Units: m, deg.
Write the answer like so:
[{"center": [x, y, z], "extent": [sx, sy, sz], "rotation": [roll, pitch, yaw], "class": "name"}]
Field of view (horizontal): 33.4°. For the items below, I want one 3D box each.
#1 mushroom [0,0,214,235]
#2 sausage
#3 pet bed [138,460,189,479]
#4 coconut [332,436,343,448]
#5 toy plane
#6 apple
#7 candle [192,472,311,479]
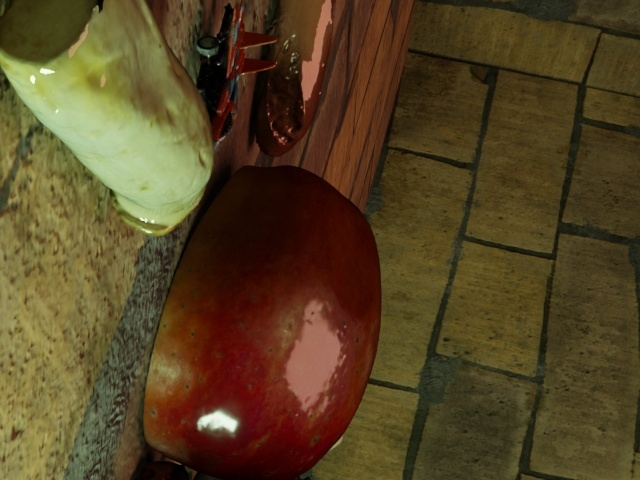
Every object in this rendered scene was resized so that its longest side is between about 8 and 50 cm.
[{"center": [-0.122, -0.084, 0.685], "extent": [0.312, 0.081, 0.100], "rotation": [76, 22, -74], "class": "mushroom"}, {"center": [-0.021, -0.257, 1.286], "extent": [0.087, 0.079, 0.326], "rotation": [-142, -118, -68], "class": "sausage"}, {"center": [-0.183, 0.329, 1.136], "extent": [0.201, 0.053, 0.201], "rotation": [13, 90, -85], "class": "pet bed"}, {"center": [-0.045, 0.301, 1.888], "extent": [0.171, 0.171, 0.183], "rotation": [68, -4, -80], "class": "coconut"}, {"center": [-0.093, -0.134, 0.960], "extent": [0.130, 0.061, 0.189], "rotation": [98, 12, -47], "class": "toy plane"}, {"center": [-0.068, 0.100, 1.225], "extent": [0.329, 0.295, 0.365], "rotation": [-21, -133, 59], "class": "apple"}, {"center": [-0.119, 0.443, 1.345], "extent": [0.330, 0.187, 0.187], "rotation": [-70, 171, -46], "class": "candle"}]
